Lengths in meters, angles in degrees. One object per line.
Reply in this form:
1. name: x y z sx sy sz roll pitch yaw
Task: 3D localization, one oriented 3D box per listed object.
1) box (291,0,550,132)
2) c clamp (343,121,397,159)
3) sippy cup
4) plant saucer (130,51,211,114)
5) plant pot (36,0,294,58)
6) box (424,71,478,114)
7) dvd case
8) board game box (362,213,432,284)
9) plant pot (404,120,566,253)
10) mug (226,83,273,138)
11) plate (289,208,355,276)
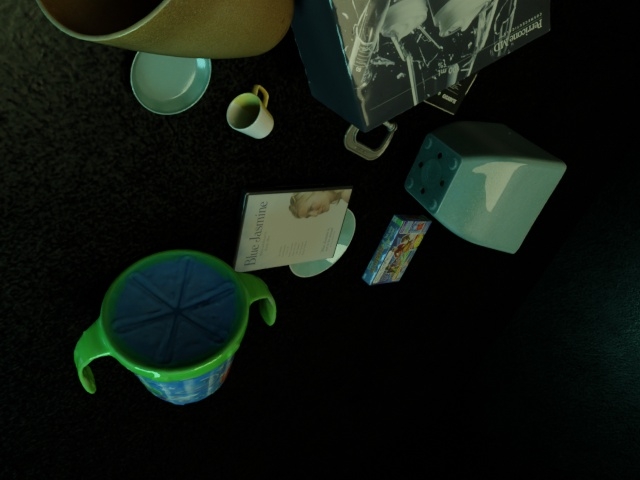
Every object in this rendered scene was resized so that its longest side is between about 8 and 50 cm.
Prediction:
1. box: 0.125 -0.381 0.748 0.343 0.179 0.312 -31 133 -10
2. c clamp: 0.109 -0.231 1.104 0.137 0.022 0.161 -54 145 8
3. sippy cup: -0.243 0.171 0.955 0.224 0.306 0.239 101 -1 -51
4. plant saucer: -0.208 -0.233 0.752 0.119 0.021 0.119 -29 140 -27
5. plant pot: -0.142 -0.302 0.611 0.237 0.237 0.254 -58 159 14
6. box: 0.214 -0.395 1.013 0.322 0.079 0.257 3 119 -49
7. dvd case: -0.057 -0.028 1.089 0.253 0.022 0.180 -7 126 -35
8. board game box: 0.203 0.024 1.448 0.136 0.035 0.201 -1 124 -48
9. plant pot: 0.352 -0.139 1.280 0.253 0.247 0.247 4 122 -30
10. mug: -0.102 -0.200 0.873 0.078 0.062 0.064 -46 154 8
11. plate: 0.000 0.000 1.210 0.188 0.024 0.188 -29 142 -26
